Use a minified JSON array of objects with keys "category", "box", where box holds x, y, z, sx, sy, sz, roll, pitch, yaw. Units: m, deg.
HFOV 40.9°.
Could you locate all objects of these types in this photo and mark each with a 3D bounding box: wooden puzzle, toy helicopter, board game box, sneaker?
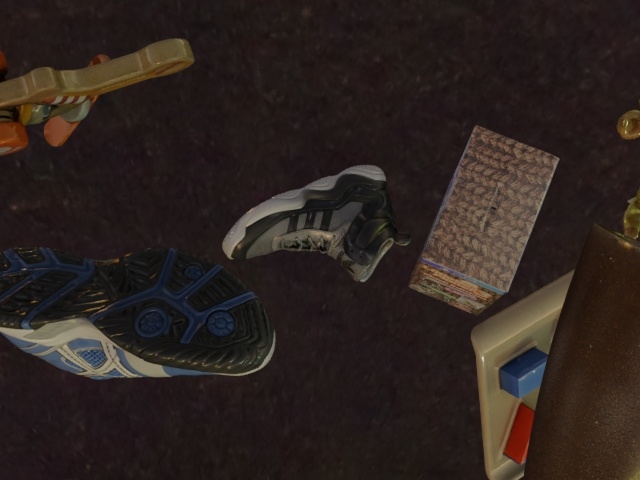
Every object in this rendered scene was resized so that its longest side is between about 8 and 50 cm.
[{"category":"wooden puzzle","box":[0.439,0.268,1.639,0.322,0.348,0.080,-24,26,-27]},{"category":"toy helicopter","box":[-0.358,-0.227,1.294,0.355,0.235,0.140,-17,88,3]},{"category":"board game box","box":[0.263,-0.021,1.442,0.141,0.291,0.232,23,80,6]},{"category":"sneaker","box":[0.000,0.000,1.257,0.268,0.101,0.153,-24,71,-11]},{"category":"sneaker","box":[-0.127,0.054,0.582,0.211,0.081,0.080,9,57,17]}]

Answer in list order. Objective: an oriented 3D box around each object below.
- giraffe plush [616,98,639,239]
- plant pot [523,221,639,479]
[{"category":"giraffe plush","box":[0.435,-0.097,0.986,0.210,0.171,0.181,13,44,46]},{"category":"plant pot","box":[0.247,0.136,0.637,0.215,0.215,0.230,27,101,7]}]
